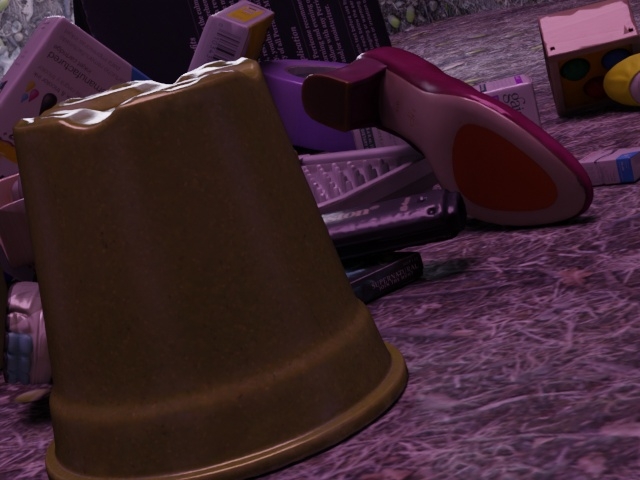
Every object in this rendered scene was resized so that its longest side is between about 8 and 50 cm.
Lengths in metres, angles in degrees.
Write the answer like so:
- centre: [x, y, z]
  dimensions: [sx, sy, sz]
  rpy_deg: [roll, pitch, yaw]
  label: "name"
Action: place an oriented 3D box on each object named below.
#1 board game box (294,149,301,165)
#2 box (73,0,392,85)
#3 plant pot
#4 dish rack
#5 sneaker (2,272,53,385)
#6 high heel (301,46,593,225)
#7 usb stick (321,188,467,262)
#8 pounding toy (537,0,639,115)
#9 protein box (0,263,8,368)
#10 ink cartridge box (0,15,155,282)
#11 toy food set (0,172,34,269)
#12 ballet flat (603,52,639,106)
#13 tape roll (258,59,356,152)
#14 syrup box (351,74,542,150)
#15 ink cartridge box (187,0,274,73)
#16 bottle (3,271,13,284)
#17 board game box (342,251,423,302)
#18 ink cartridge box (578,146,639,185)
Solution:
- centre: [-0.104, -0.071, 1.473]
  dimensions: [0.141, 0.048, 0.170]
  rpy_deg: [-18, 14, -9]
  label: "board game box"
- centre: [-0.172, -0.338, 2.286]
  dimensions: [0.471, 0.297, 0.480]
  rpy_deg: [-16, -2, -10]
  label: "box"
- centre: [-0.100, 0.011, 0.940]
  dimensions: [0.276, 0.254, 0.276]
  rpy_deg: [-14, 12, 3]
  label: "plant pot"
- centre: [-0.036, -0.039, 1.522]
  dimensions: [0.332, 0.072, 0.285]
  rpy_deg: [-4, 15, 41]
  label: "dish rack"
- centre: [-0.207, 0.080, 1.185]
  dimensions: [0.122, 0.110, 0.283]
  rpy_deg: [7, 9, -4]
  label: "sneaker"
- centre: [0.167, -0.128, 1.395]
  dimensions: [0.181, 0.127, 0.377]
  rpy_deg: [-19, 40, -42]
  label: "high heel"
- centre: [0.000, 0.000, 1.235]
  dimensions: [0.278, 0.045, 0.077]
  rpy_deg: [-11, 12, 15]
  label: "usb stick"
- centre: [0.429, -0.248, 1.847]
  dimensions: [0.206, 0.181, 0.094]
  rpy_deg: [-13, 52, 9]
  label: "pounding toy"
- centre: [-0.423, 0.044, 1.255]
  dimensions: [0.201, 0.200, 0.136]
  rpy_deg: [-21, 24, -26]
  label: "protein box"
- centre: [-0.308, -0.094, 1.512]
  dimensions: [0.270, 0.198, 0.197]
  rpy_deg: [-56, 19, -3]
  label: "ink cartridge box"
- centre: [-0.221, -0.065, 1.276]
  dimensions: [0.219, 0.092, 0.306]
  rpy_deg: [-21, 13, -13]
  label: "toy food set"
- centre: [0.481, -0.214, 1.713]
  dimensions: [0.231, 0.077, 0.077]
  rpy_deg: [-6, 28, 28]
  label: "ballet flat"
- centre: [0.037, -0.194, 1.872]
  dimensions: [0.274, 0.090, 0.275]
  rpy_deg: [7, 16, -2]
  label: "tape roll"
- centre: [0.166, -0.140, 1.684]
  dimensions: [0.236, 0.093, 0.096]
  rpy_deg: [-12, 12, 9]
  label: "syrup box"
- centre: [-0.152, -0.192, 1.875]
  dimensions: [0.072, 0.304, 0.307]
  rpy_deg: [22, 18, 4]
  label: "ink cartridge box"
- centre: [-0.507, 0.059, 1.582]
  dimensions: [0.118, 0.092, 0.283]
  rpy_deg: [2, 20, 35]
  label: "bottle"
- centre: [-0.012, 0.049, 1.203]
  dimensions: [0.186, 0.026, 0.126]
  rpy_deg: [-23, 14, -35]
  label: "board game box"
- centre: [0.308, -0.079, 1.398]
  dimensions: [0.083, 0.028, 0.048]
  rpy_deg: [-5, 15, 40]
  label: "ink cartridge box"
